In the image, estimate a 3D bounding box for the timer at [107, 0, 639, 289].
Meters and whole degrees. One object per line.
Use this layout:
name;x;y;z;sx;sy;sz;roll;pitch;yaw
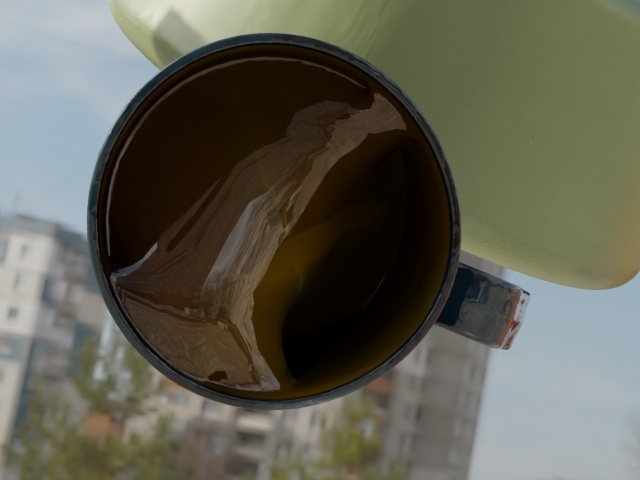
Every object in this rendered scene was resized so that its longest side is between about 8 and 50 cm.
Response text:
timer;0.095;-0.179;0.881;0.290;0.315;0.291;28;11;-6

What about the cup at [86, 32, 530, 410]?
cup;-0.009;0.005;0.640;0.150;0.113;0.138;51;-2;-5
